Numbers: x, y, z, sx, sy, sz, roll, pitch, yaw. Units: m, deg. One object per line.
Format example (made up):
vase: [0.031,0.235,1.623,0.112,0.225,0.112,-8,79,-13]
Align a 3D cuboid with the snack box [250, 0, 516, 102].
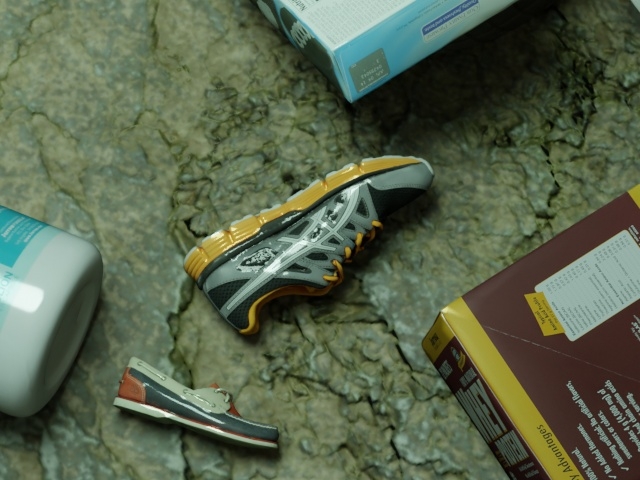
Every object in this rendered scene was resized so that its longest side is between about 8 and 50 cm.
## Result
snack box: [0.017,-0.253,1.110,0.187,0.060,0.322,-32,47,-8]

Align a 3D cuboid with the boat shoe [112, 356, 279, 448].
boat shoe: [-0.095,0.131,1.095,0.137,0.049,0.043,17,73,7]

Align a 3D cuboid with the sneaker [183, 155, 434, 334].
sneaker: [0.000,0.000,1.118,0.215,0.084,0.083,-28,80,1]

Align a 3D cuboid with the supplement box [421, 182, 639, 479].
supplement box: [0.214,0.096,1.071,0.194,0.129,0.191,-31,79,-10]

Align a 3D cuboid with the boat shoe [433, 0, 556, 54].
boat shoe: [0.162,-0.257,1.177,0.324,0.123,0.116,-25,74,-18]

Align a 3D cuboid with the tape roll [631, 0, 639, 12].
tape roll: [0.387,-0.305,1.148,0.392,0.072,0.392,5,76,-22]

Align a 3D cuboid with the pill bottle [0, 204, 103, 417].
pill bottle: [-0.312,0.024,1.062,0.264,0.146,0.146,21,75,4]
